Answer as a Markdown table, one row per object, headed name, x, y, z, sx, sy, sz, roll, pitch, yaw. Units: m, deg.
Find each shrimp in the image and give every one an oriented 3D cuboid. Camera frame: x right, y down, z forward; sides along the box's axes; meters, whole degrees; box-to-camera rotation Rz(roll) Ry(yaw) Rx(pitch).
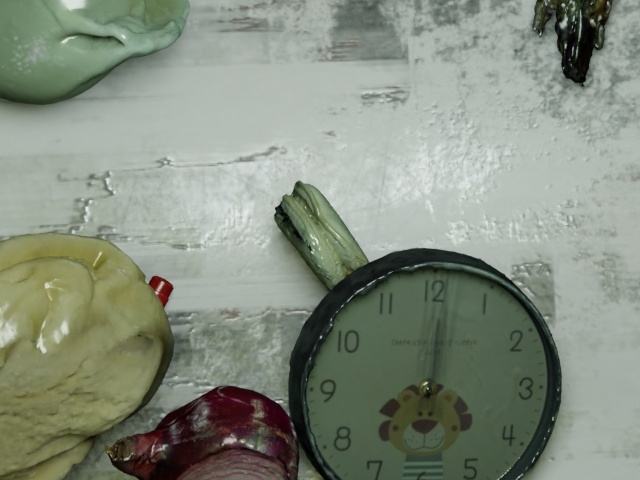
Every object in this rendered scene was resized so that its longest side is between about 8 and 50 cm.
| name | x | y | z | sx | sy | sz | roll | pitch | yaw |
| --- | --- | --- | --- | --- | --- | --- | --- | --- | --- |
| shrimp | 0.392 | -0.340 | 1.880 | 0.233 | 0.071 | 0.364 | 20 | 78 | -3 |

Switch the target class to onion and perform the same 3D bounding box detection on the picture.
| name | x | y | z | sx | sy | sz | roll | pitch | yaw |
| --- | --- | --- | --- | --- | --- | --- | --- | --- | --- |
| onion | -0.138 | 0.239 | 1.737 | 0.218 | 0.195 | 0.139 | 17 | 40 | -25 |

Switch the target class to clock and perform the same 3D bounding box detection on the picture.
| name | x | y | z | sx | sy | sz | roll | pitch | yaw |
| --- | --- | --- | --- | --- | --- | --- | --- | --- | --- |
| clock | 0.120 | 0.165 | 1.764 | 0.313 | 0.061 | 0.312 | -2 | 101 | -13 |

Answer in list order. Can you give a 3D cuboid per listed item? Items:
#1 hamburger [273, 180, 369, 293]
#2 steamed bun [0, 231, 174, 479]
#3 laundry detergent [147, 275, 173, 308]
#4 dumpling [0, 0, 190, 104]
| name | x | y | z | sx | sy | sz | roll | pitch | yaw |
| --- | --- | --- | --- | --- | --- | --- | --- | --- | --- |
| hamburger | 0.000 | 0.000 | 1.798 | 0.062 | 0.133 | 0.140 | -37 | 74 | -5 |
| steamed bun | -0.358 | 0.137 | 1.675 | 0.372 | 0.325 | 0.230 | -48 | 47 | 22 |
| laundry detergent | -0.229 | 0.112 | 1.830 | 0.097 | 0.049 | 0.165 | 30 | 81 | 8 |
| dumpling | -0.318 | -0.290 | 1.799 | 0.321 | 0.212 | 0.270 | 39 | 81 | -6 |
